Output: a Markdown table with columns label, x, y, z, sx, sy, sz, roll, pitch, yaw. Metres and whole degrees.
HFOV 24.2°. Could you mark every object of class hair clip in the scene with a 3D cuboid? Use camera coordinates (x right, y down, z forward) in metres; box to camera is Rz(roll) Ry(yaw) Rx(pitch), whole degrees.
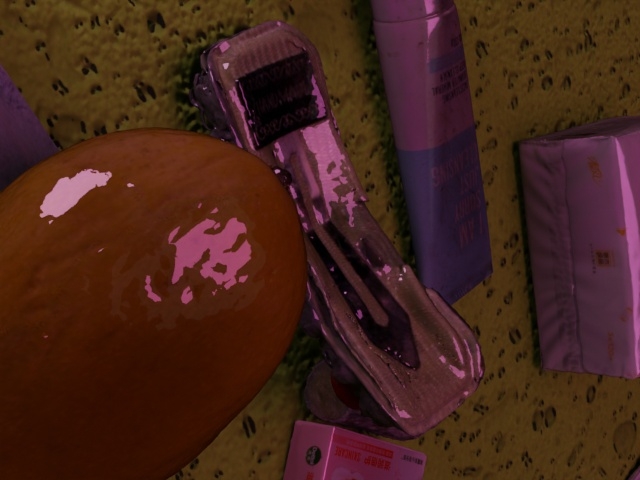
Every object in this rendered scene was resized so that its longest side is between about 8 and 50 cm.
| label | x | y | z | sx | sy | sz | roll | pitch | yaw |
| --- | --- | --- | --- | --- | --- | --- | --- | --- | --- |
| hair clip | -0.001 | 0.000 | 1.114 | 0.138 | 0.091 | 0.321 | -29 | 92 | -43 |

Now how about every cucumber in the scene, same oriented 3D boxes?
| label | x | y | z | sx | sy | sz | roll | pitch | yaw |
| --- | --- | --- | --- | --- | --- | --- | --- | --- | --- |
| cucumber | 0.040 | 0.123 | 1.193 | 0.112 | 0.064 | 0.064 | 21 | 75 | -45 |

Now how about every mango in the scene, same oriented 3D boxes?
| label | x | y | z | sx | sy | sz | roll | pitch | yaw |
| --- | --- | --- | --- | --- | --- | --- | --- | --- | --- |
| mango | -0.144 | 0.071 | 0.858 | 0.331 | 0.142 | 0.195 | -45 | 119 | 7 |

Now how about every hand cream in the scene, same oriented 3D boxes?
| label | x | y | z | sx | sy | sz | roll | pitch | yaw |
| --- | --- | --- | --- | --- | --- | --- | --- | --- | --- |
| hand cream | 0.096 | -0.088 | 1.250 | 0.111 | 0.070 | 0.312 | -36 | 120 | -44 |

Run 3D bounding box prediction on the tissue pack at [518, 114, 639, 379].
| label | x | y | z | sx | sy | sz | roll | pitch | yaw |
| --- | --- | --- | --- | --- | --- | --- | --- | --- | --- |
| tissue pack | 0.294 | -0.001 | 1.423 | 0.185 | 0.124 | 0.225 | -16 | 102 | -44 |

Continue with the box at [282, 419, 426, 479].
| label | x | y | z | sx | sy | sz | roll | pitch | yaw |
| --- | --- | --- | --- | --- | --- | --- | --- | --- | --- |
| box | 0.025 | 0.200 | 1.193 | 0.125 | 0.043 | 0.089 | 22 | 75 | -45 |

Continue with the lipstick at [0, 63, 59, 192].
| label | x | y | z | sx | sy | sz | roll | pitch | yaw |
| --- | --- | --- | --- | --- | --- | --- | --- | --- | --- |
| lipstick | -0.201 | -0.038 | 0.913 | 0.076 | 0.077 | 0.289 | -49 | 126 | -27 |

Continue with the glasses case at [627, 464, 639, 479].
| label | x | y | z | sx | sy | sz | roll | pitch | yaw |
| --- | --- | --- | --- | --- | --- | --- | --- | --- | --- |
| glasses case | 0.426 | 0.343 | 1.605 | 0.128 | 0.083 | 0.308 | -55 | 128 | -31 |
